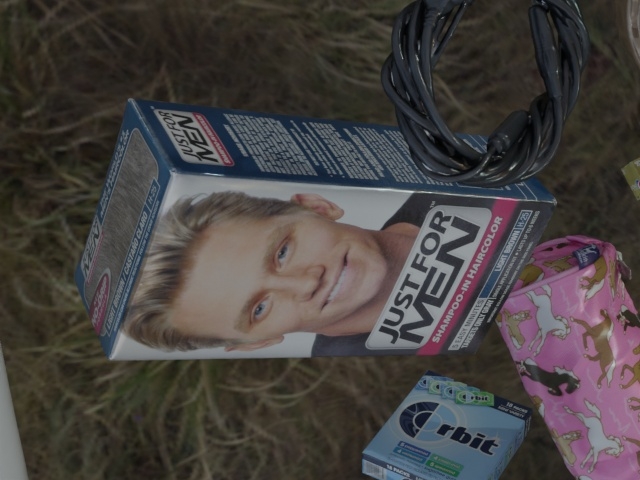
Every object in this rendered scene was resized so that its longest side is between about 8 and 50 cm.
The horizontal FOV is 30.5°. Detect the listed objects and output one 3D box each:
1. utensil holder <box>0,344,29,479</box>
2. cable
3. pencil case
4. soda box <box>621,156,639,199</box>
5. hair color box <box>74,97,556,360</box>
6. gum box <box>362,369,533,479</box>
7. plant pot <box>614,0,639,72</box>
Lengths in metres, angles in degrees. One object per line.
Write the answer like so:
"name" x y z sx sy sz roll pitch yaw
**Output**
"utensil holder" -0.344 0.117 0.696 0.327 0.327 0.385 -15 84 18
"cable" 0.111 -0.110 0.769 0.047 0.150 0.184 0 58 48
"pencil case" 0.350 0.185 1.424 0.167 0.160 0.386 -22 98 32
"soda box" 0.562 -0.130 1.812 0.181 0.061 0.058 -25 84 -5
"hair color box" 0.000 0.000 0.935 0.105 0.347 0.174 56 134 44
"gum box" 0.166 0.259 1.524 0.157 0.184 0.041 18 130 26
"plant pot" 0.467 -0.238 1.258 0.263 0.229 0.263 0 117 1
